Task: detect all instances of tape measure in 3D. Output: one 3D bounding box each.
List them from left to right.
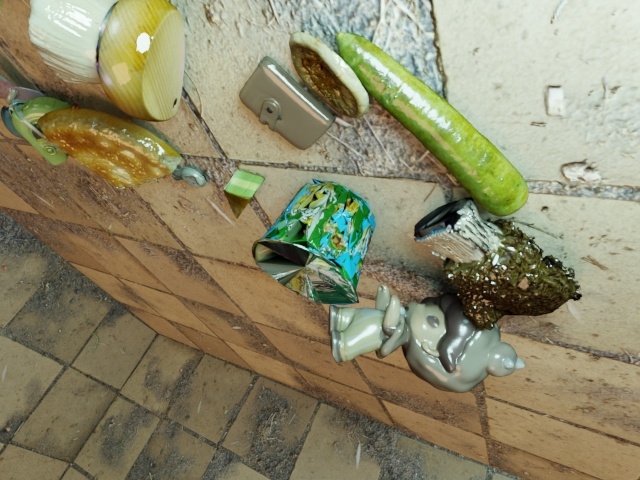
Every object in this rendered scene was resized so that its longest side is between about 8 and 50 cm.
[{"bbox_3d":[-0.674,-0.286,1.107,0.154,0.087,0.177,-13,143,12],"label":"tape measure"}]

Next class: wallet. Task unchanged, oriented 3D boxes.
[{"bbox_3d":[-0.061,-0.223,0.744,0.153,0.039,0.118,36,149,-16],"label":"wallet"}]

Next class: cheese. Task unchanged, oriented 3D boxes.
[{"bbox_3d":[-0.332,-0.161,1.101,0.121,0.026,0.067,15,149,25],"label":"cheese"}]

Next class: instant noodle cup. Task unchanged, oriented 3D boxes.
[{"bbox_3d":[0.000,0.000,0.906,0.240,0.178,0.240,22,151,13],"label":"instant noodle cup"}]

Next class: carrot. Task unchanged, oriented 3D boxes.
[{"bbox_3d":[0.160,-0.163,0.617,0.358,0.074,0.074,40,150,-14],"label":"carrot"}]

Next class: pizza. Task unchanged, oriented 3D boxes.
[{"bbox_3d":[-0.500,-0.217,1.066,0.335,0.086,0.226,15,146,-4],"label":"pizza"}]

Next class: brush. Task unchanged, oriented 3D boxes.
[{"bbox_3d":[-0.323,-0.291,0.713,0.166,0.174,0.266,19,164,-5],"label":"brush"}]

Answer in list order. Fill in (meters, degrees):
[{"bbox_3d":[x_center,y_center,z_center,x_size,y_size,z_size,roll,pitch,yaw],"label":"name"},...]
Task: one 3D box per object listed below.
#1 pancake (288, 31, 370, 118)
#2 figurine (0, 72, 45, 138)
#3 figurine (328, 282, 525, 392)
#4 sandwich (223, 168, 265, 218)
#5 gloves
[{"bbox_3d":[0.010,-0.233,0.633,0.151,0.025,0.151,41,178,2],"label":"pancake"},{"bbox_3d":[-0.816,-0.369,1.116,0.205,0.103,0.260,16,151,23],"label":"figurine"},{"bbox_3d":[0.206,0.205,0.926,0.381,0.203,0.248,6,-168,-4],"label":"figurine"},{"bbox_3d":[-0.162,-0.094,1.008,0.074,0.074,0.116,19,151,18],"label":"sandwich"},{"bbox_3d":[0.302,0.052,0.767,0.312,0.135,0.210,30,147,-7],"label":"gloves"}]
